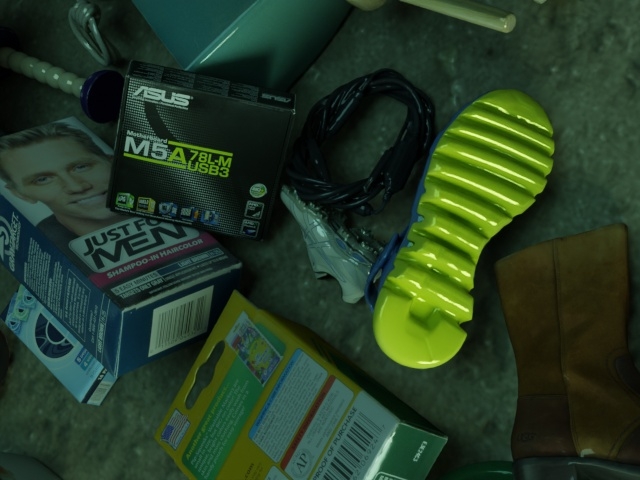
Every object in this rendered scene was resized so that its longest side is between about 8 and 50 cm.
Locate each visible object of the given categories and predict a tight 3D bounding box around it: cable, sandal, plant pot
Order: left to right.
[{"bbox_3d":[-0.069,-0.293,1.572,0.234,0.165,0.166,-42,61,10],"label":"plant pot"},{"bbox_3d":[0.045,-0.112,1.507,0.150,0.047,0.184,10,65,31],"label":"cable"},{"bbox_3d":[0.132,-0.019,1.411,0.126,0.138,0.317,33,80,-10],"label":"sandal"}]

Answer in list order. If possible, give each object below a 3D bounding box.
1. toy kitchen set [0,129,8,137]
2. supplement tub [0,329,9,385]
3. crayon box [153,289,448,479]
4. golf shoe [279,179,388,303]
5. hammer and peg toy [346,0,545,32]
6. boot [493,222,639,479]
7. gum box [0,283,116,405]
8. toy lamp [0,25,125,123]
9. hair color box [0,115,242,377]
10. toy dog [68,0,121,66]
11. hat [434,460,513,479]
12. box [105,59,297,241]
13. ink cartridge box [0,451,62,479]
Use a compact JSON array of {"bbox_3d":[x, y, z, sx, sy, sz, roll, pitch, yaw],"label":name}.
[{"bbox_3d":[-0.476,-0.158,1.775,0.207,0.166,0.122,18,86,32],"label":"toy kitchen set"},{"bbox_3d":[-0.508,0.148,1.758,0.198,0.106,0.106,3,80,32],"label":"supplement tub"},{"bbox_3d":[-0.031,0.211,1.436,0.323,0.083,0.203,35,98,49],"label":"crayon box"},{"bbox_3d":[0.000,0.000,1.516,0.176,0.069,0.086,46,120,38],"label":"golf shoe"},{"bbox_3d":[0.189,-0.368,1.453,0.266,0.127,0.361,39,99,30],"label":"hammer and peg toy"},{"bbox_3d":[0.304,0.116,1.308,0.264,0.096,0.280,-17,56,28],"label":"boot"},{"bbox_3d":[-0.298,0.087,1.684,0.184,0.041,0.157,39,99,31],"label":"gum box"},{"bbox_3d":[-0.377,-0.227,1.785,0.274,0.080,0.080,21,90,33],"label":"toy lamp"},{"bbox_3d":[-0.269,-0.004,1.599,0.347,0.174,0.105,38,133,32],"label":"hair color box"},{"bbox_3d":[-0.313,-0.404,1.746,0.161,0.220,0.333,-38,65,-18],"label":"toy dog"},{"bbox_3d":[0.175,0.355,1.346,0.173,0.184,0.208,5,37,20],"label":"hat"},{"bbox_3d":[-0.136,-0.098,1.520,0.045,0.190,0.184,-85,10,-52],"label":"box"},{"bbox_3d":[-0.475,0.379,1.519,0.160,0.384,0.279,31,95,36],"label":"ink cartridge box"}]
